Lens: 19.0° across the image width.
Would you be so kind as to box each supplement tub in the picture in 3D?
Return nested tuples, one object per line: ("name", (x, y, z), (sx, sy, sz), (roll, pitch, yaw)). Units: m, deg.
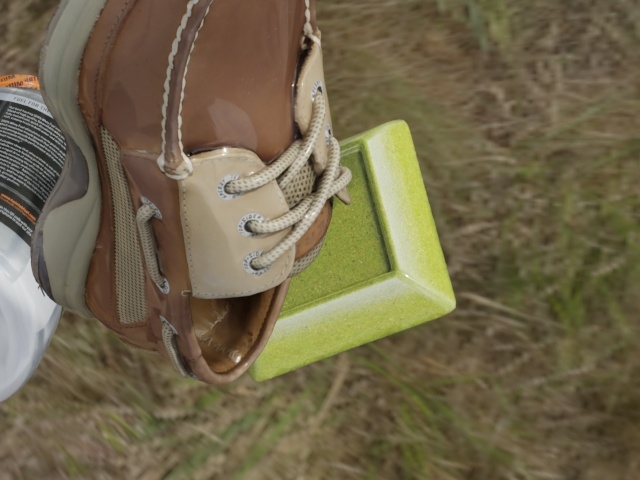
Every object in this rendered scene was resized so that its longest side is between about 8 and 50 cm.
("supplement tub", (-0.297, -0.010, 1.679), (0.193, 0.316, 0.193), (5, 123, 7))

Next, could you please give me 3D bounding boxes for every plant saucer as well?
("plant saucer", (0.000, 0.000, 1.598), (0.188, 0.045, 0.188), (-21, 62, 14))

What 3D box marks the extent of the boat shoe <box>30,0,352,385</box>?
("boat shoe", (-0.037, -0.040, 0.774), (0.116, 0.324, 0.123), (41, 65, 12))
